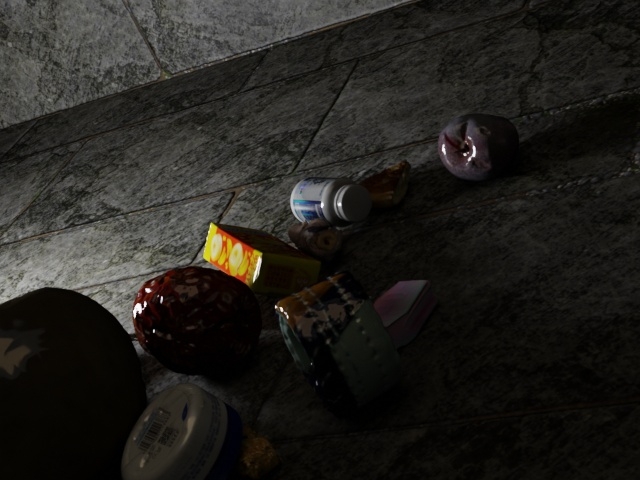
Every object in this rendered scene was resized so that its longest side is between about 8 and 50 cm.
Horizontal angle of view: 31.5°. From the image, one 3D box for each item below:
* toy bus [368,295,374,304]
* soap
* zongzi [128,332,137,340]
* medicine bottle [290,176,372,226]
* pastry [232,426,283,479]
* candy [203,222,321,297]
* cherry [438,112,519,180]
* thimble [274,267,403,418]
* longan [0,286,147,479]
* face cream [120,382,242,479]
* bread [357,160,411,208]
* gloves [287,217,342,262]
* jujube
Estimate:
[{"bbox_3d":[0.077,0.143,2.109,0.031,0.037,0.083,-8,33,35],"label":"toy bus"},{"bbox_3d":[0.135,0.138,2.045,0.100,0.056,0.149,-6,32,40],"label":"soap"},{"bbox_3d":[-0.625,0.237,2.443,0.447,0.181,0.418,-33,26,-18],"label":"zongzi"},{"bbox_3d":[0.025,-0.084,2.475,0.107,0.107,0.191,-40,23,-25],"label":"medicine bottle"},{"bbox_3d":[-0.127,0.353,1.895,0.080,0.056,0.140,-30,22,-33],"label":"pastry"},{"bbox_3d":[-0.124,0.042,2.347,0.146,0.088,0.276,8,9,-28],"label":"candy"},{"bbox_3d":[0.333,-0.198,2.385,0.176,0.140,0.176,-6,12,1],"label":"cherry"},{"bbox_3d":[0.030,0.175,1.904,0.150,0.237,0.237,-27,26,-9],"label":"thimble"},{"bbox_3d":[-0.521,0.274,2.031,0.404,0.404,0.436,-31,31,-7],"label":"longan"},{"bbox_3d":[-0.235,0.342,1.882,0.206,0.111,0.206,-34,33,26],"label":"face cream"},{"bbox_3d":[0.145,-0.105,2.480,0.154,0.054,0.136,-31,24,4],"label":"bread"},{"bbox_3d":[-0.007,0.003,2.380,0.110,0.094,0.144,-16,6,3],"label":"gloves"},{"bbox_3d":[-0.242,0.158,2.188,0.232,0.213,0.213,-3,35,30],"label":"jujube"}]
